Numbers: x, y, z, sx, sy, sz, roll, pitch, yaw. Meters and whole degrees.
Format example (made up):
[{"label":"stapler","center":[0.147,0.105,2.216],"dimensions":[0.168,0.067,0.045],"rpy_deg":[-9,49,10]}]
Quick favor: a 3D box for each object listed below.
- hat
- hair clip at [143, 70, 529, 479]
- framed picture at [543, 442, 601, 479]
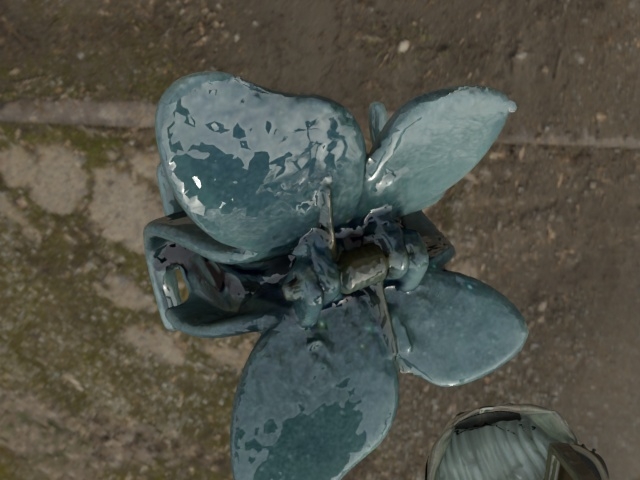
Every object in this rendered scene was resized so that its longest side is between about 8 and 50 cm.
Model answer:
[{"label":"hat","center":[0.238,0.329,1.087],"dimensions":[0.232,0.275,0.161],"rpy_deg":[-23,124,4]},{"label":"hair clip","center":[0.000,0.000,0.830],"dimensions":[0.318,0.238,0.392],"rpy_deg":[-19,112,-20]},{"label":"framed picture","center":[0.182,0.266,0.525],"dimensions":[0.023,0.260,0.189],"rpy_deg":[-2,111,-13]}]
